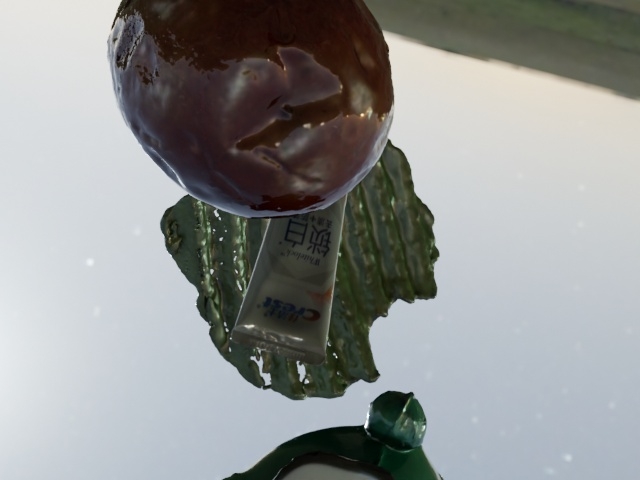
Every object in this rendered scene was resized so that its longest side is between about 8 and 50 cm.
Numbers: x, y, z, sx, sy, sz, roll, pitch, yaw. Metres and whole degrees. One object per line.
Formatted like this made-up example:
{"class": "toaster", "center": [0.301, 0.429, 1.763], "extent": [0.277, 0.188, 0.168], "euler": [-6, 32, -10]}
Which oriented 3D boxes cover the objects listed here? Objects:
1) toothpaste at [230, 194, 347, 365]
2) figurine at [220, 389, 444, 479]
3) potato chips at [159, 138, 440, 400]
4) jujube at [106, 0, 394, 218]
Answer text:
{"class": "toothpaste", "center": [-0.011, -0.035, 1.466], "extent": [0.100, 0.323, 0.066], "euler": [17, 161, -14]}
{"class": "figurine", "center": [0.009, 0.283, 1.315], "extent": [0.231, 0.324, 0.340], "euler": [28, 176, 8]}
{"class": "potato chips", "center": [-0.005, -0.005, 1.821], "extent": [0.097, 0.373, 0.389], "euler": [13, 142, 51]}
{"class": "jujube", "center": [-0.063, -0.143, 1.129], "extent": [0.223, 0.223, 0.318], "euler": [11, -161, -19]}
